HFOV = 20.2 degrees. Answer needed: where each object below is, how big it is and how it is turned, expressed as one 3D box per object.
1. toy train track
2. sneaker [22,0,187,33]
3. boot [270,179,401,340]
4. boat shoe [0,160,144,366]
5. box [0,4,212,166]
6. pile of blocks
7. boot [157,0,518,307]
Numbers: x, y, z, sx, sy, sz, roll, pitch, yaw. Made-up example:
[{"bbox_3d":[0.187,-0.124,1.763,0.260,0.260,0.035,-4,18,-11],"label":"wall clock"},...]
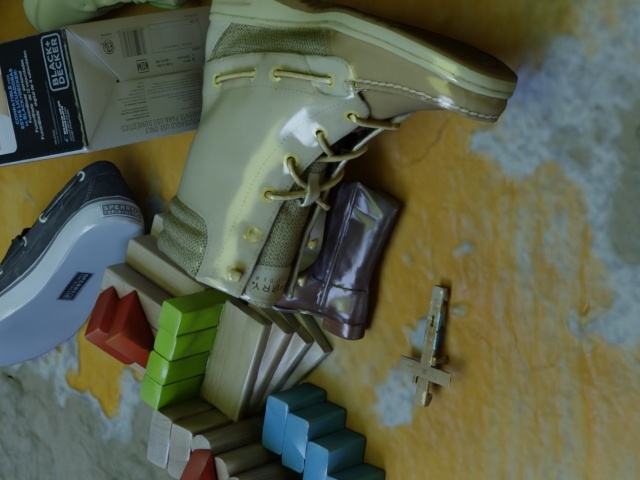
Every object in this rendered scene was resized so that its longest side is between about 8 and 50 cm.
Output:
[{"bbox_3d":[0.078,0.071,1.217,0.048,0.014,0.083,19,105,45],"label":"toy train track"},{"bbox_3d":[-0.137,-0.198,1.312,0.212,0.080,0.094,-40,84,37],"label":"sneaker"},{"bbox_3d":[0.000,0.000,1.252,0.106,0.037,0.114,22,116,22],"label":"boot"},{"bbox_3d":[-0.218,0.018,1.426,0.228,0.080,0.076,-47,48,40],"label":"boat shoe"},{"bbox_3d":[-0.217,-0.103,1.336,0.290,0.169,0.087,-6,97,40],"label":"box"},{"bbox_3d":[-0.059,0.139,1.282,0.362,0.112,0.149,55,128,18],"label":"pile of blocks"},{"bbox_3d":[0.001,-0.050,1.170,0.262,0.095,0.203,19,94,42],"label":"boot"}]
